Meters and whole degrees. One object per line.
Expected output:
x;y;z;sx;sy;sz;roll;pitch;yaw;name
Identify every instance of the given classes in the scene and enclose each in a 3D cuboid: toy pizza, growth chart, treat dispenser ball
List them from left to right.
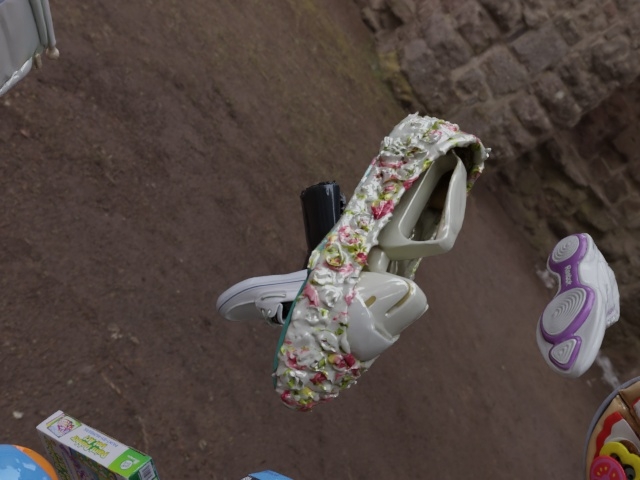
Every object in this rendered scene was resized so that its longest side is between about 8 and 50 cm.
-0.354;-0.200;0.671;0.021;0.172;0.237;26;52;4;growth chart
-0.743;0.616;1.480;0.288;0.288;0.288;44;27;-29;treat dispenser ball
0.311;0.215;0.563;0.032;0.201;0.201;9;49;-31;toy pizza

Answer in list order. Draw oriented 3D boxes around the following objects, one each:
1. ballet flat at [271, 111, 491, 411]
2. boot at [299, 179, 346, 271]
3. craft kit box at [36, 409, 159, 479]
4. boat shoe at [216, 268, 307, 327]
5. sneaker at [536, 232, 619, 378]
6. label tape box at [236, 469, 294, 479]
0.047;0.010;0.444;0.091;0.077;0.240;46;64;-46;ballet flat
0.000;0.000;1.375;0.094;0.246;0.207;-3;75;-15;boot
-0.352;0.431;1.094;0.061;0.247;0.249;-35;125;-42;craft kit box
-0.071;0.103;1.073;0.083;0.226;0.075;53;24;-47;boat shoe
0.451;0.120;1.080;0.152;0.114;0.305;45;44;-15;sneaker
-0.177;0.693;1.583;0.348;0.249;0.115;-2;96;-47;label tape box
